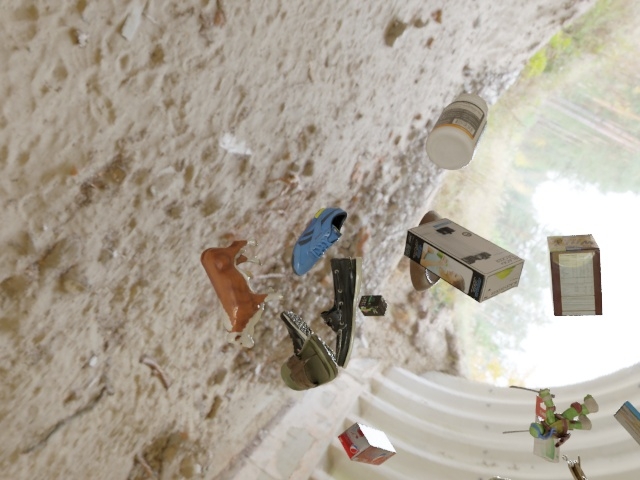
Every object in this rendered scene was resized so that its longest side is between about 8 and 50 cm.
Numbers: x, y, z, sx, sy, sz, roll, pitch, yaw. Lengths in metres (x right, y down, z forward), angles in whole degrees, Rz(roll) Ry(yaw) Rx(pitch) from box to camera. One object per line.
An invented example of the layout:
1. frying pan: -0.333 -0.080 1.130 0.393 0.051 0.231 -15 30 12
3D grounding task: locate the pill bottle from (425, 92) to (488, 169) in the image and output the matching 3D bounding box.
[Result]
1. pill bottle: 0.467 -0.372 1.893 0.278 0.162 0.162 -56 169 -41

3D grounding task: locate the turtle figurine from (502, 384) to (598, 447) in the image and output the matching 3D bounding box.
1. turtle figurine: 0.828 0.613 2.025 0.274 0.266 0.198 162 -77 -75

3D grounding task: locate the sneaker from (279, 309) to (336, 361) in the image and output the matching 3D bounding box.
1. sneaker: -0.075 0.396 2.142 0.124 0.283 0.107 -47 166 11

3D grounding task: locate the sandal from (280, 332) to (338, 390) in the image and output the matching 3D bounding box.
1. sandal: -0.043 0.332 1.423 0.086 0.120 0.303 -26 164 -34

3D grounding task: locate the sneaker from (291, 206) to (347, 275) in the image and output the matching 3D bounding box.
1. sneaker: 0.000 0.000 1.432 0.069 0.082 0.209 49 62 -37

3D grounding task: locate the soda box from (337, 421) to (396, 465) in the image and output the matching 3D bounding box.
1. soda box: 0.158 0.681 1.876 0.083 0.092 0.263 -39 145 5

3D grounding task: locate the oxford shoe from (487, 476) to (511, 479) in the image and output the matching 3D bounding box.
1. oxford shoe: 0.735 1.091 2.065 0.130 0.450 0.169 -20 176 40

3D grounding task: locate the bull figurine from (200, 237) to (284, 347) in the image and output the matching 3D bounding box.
1. bull figurine: -0.224 0.145 1.605 0.188 0.311 0.101 -23 172 -21

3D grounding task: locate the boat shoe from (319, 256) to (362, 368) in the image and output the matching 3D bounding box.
1. boat shoe: 0.054 0.214 1.714 0.127 0.113 0.340 -169 -94 -86

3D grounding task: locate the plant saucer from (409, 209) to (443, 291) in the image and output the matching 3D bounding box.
1. plant saucer: 0.416 0.044 2.097 0.310 0.050 0.311 -20 114 -54

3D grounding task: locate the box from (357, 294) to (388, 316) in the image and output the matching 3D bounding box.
1. box: 0.186 0.231 1.998 0.062 0.083 0.052 57 42 -35

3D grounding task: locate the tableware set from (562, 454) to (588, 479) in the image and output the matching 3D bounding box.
1. tableware set: 0.792 0.708 1.714 0.039 0.128 0.194 -31 151 15

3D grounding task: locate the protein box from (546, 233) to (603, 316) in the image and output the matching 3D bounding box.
1. protein box: 0.763 0.101 1.700 0.200 0.135 0.201 -36 120 -67

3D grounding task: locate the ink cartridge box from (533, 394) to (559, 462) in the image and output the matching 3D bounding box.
1. ink cartridge box: 0.890 0.739 2.204 0.181 0.056 0.225 36 60 -44

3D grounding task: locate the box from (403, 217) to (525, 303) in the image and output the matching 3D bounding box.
1. box: 0.392 0.047 1.563 0.169 0.290 0.087 -15 124 -32

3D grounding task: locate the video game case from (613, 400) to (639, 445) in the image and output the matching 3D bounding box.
1. video game case: 0.899 0.528 1.604 0.015 0.119 0.166 -33 148 -3
